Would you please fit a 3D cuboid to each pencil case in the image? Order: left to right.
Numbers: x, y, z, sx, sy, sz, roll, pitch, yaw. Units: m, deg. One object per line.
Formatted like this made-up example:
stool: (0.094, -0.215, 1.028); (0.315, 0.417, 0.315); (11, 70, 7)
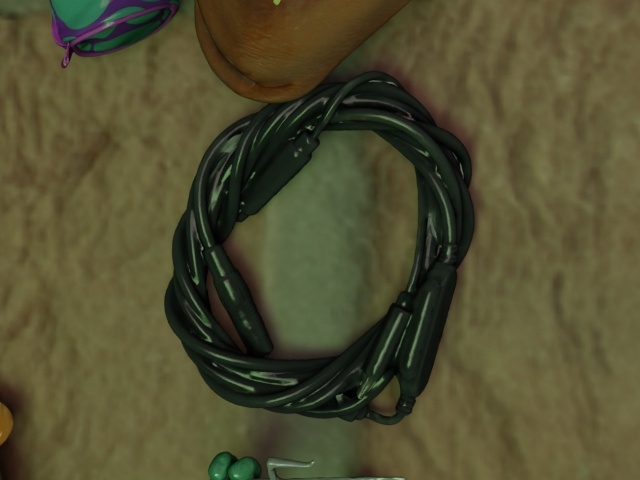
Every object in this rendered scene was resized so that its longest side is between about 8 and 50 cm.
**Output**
pencil case: (-0.130, -0.170, 0.752); (0.070, 0.064, 0.151); (-25, 91, -10)

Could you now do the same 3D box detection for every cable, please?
cable: (0.000, 0.000, 0.768); (0.151, 0.047, 0.184); (15, 97, 8)

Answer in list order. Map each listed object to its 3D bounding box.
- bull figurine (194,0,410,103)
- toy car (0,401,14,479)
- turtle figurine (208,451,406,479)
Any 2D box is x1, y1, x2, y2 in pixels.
bull figurine: (0.045, -0.208, 0.721); (0.310, 0.101, 0.188); (-39, 86, 3)
toy car: (-0.247, 0.160, 0.743); (0.210, 0.219, 0.238); (10, 65, 4)
turtle figurine: (-0.037, 0.201, 0.743); (0.234, 0.118, 0.175); (-20, 74, 22)
